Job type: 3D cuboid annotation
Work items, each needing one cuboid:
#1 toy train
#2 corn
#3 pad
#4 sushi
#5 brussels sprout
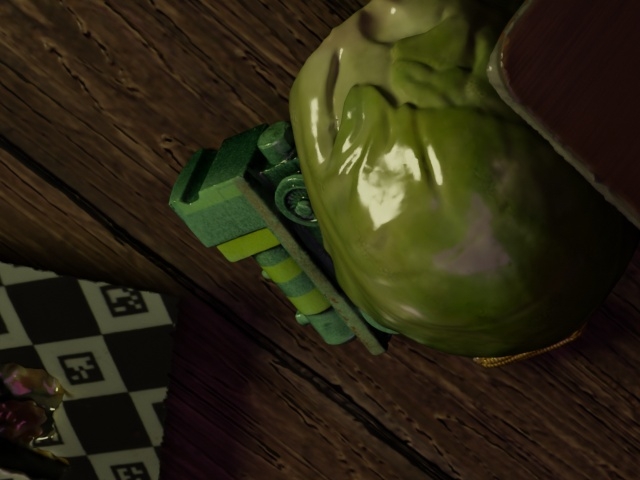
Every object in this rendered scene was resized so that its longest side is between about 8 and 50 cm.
[{"bbox_3d":[0.000,0.001,1.160,0.132,0.083,0.200,-18,122,33],"label":"toy train"},{"bbox_3d":[0.156,0.069,1.206,0.092,0.037,0.037,-22,119,21],"label":"corn"},{"bbox_3d":[0.272,-0.119,0.960,0.284,0.018,0.286,41,83,-20],"label":"pad"},{"bbox_3d":[-0.254,0.110,1.284,0.292,0.059,0.294,13,126,0],"label":"sushi"},{"bbox_3d":[0.097,-0.043,1.026,0.244,0.244,0.244,4,126,6],"label":"brussels sprout"}]
